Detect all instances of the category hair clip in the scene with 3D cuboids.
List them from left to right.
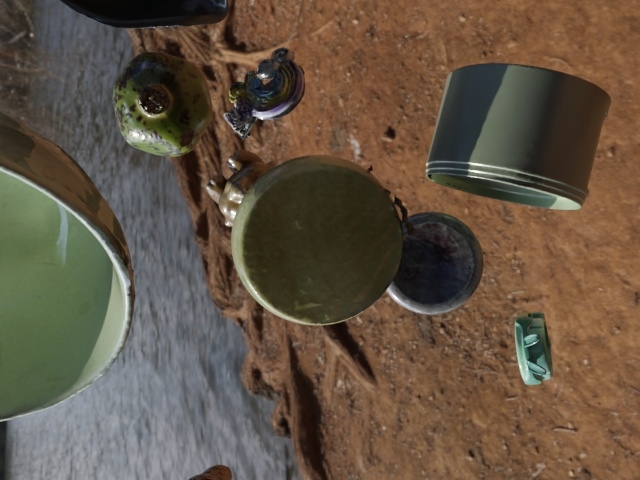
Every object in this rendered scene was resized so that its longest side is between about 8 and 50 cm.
[{"bbox_3d":[-0.088,-0.249,0.983,0.116,0.172,0.049,46,177,20],"label":"hair clip"}]

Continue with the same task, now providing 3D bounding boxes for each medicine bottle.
[{"bbox_3d":[0.186,0.035,1.009,0.273,0.165,0.164,2,-89,-81],"label":"medicine bottle"}]

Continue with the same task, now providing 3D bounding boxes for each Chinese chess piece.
[{"bbox_3d":[0.000,0.000,0.774,0.092,0.238,0.237,-130,47,-77],"label":"Chinese chess piece"}]

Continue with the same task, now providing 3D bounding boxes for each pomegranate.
[{"bbox_3d":[-0.382,-0.325,1.393,0.270,0.255,0.254,-112,30,-76],"label":"pomegranate"}]

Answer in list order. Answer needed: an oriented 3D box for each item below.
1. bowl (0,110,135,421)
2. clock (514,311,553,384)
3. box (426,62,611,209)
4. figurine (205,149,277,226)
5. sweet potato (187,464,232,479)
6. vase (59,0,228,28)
[{"bbox_3d":[-0.318,0.008,0.495,0.163,0.308,0.307,-111,36,-49],"label":"bowl"},{"bbox_3d":[0.306,0.157,0.828,0.041,0.135,0.101,-9,85,23],"label":"clock"},{"bbox_3d":[0.275,-0.141,0.828,0.226,0.226,0.149,16,93,62],"label":"box"},{"bbox_3d":[-0.129,-0.083,1.246,0.173,0.177,0.247,43,166,11],"label":"figurine"},{"bbox_3d":[-0.062,0.214,0.373,0.314,0.066,0.072,-172,78,-70],"label":"sweet potato"},{"bbox_3d":[-0.183,-0.319,0.530,0.156,0.251,0.300,-44,27,19],"label":"vase"}]
